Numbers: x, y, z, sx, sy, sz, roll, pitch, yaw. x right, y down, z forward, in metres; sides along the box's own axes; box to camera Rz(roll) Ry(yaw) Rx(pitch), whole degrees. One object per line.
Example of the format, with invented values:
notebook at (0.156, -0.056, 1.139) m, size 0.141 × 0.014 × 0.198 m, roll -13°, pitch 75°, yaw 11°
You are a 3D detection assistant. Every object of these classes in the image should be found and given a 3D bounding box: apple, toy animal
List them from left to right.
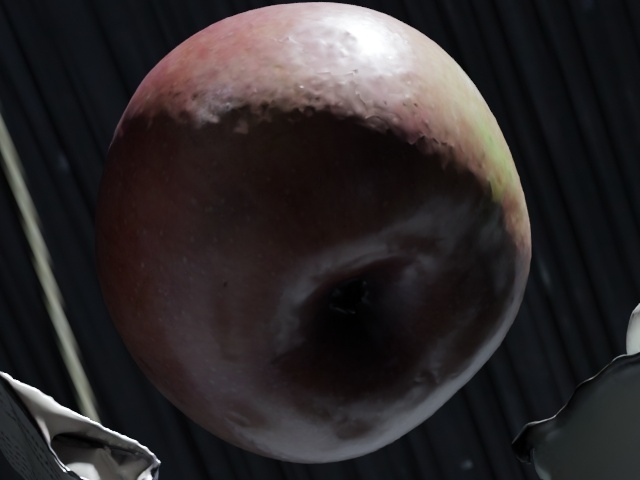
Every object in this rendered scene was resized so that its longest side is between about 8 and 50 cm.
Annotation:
apple at (0.000, 0.000, 1.132) m, size 0.306 × 0.305 × 0.235 m, roll -24°, pitch 34°, yaw -9°
toy animal at (0.254, 0.175, 1.173) m, size 0.174 × 0.289 × 0.249 m, roll 16°, pitch 64°, yaw 44°

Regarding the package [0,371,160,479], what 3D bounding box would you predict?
package at (-0.225, 0.205, 1.565) m, size 0.251 × 0.204 × 0.062 m, roll 35°, pitch 61°, yaw 16°
